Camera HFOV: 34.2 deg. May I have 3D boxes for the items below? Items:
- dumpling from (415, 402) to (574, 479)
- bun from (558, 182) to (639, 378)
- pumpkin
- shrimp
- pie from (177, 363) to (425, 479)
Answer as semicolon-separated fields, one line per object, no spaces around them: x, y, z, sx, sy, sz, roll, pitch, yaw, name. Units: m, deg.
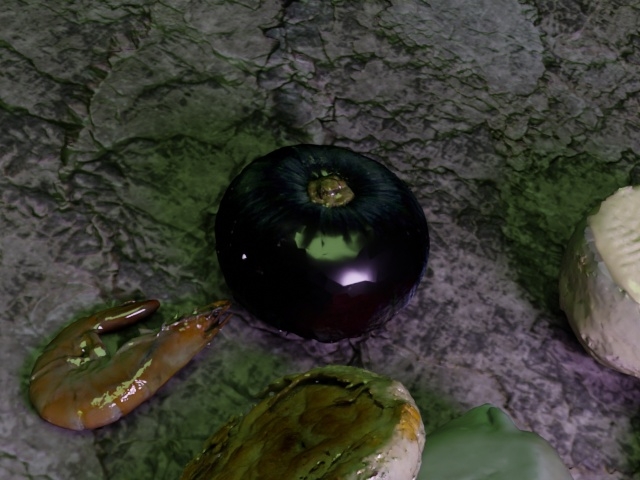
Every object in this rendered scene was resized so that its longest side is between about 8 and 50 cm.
0.131;0.290;0.888;0.321;0.211;0.270;-33;66;-18;dumpling
0.383;0.063;1.145;0.259;0.152;0.259;8;50;-9;bun
0.000;0.000;1.122;0.233;0.163;0.233;6;49;-7;pumpkin
-0.196;0.110;1.084;0.236;0.053;0.133;-34;44;-26;shrimp
-0.026;0.199;0.932;0.274;0.055;0.274;-24;20;9;pie
